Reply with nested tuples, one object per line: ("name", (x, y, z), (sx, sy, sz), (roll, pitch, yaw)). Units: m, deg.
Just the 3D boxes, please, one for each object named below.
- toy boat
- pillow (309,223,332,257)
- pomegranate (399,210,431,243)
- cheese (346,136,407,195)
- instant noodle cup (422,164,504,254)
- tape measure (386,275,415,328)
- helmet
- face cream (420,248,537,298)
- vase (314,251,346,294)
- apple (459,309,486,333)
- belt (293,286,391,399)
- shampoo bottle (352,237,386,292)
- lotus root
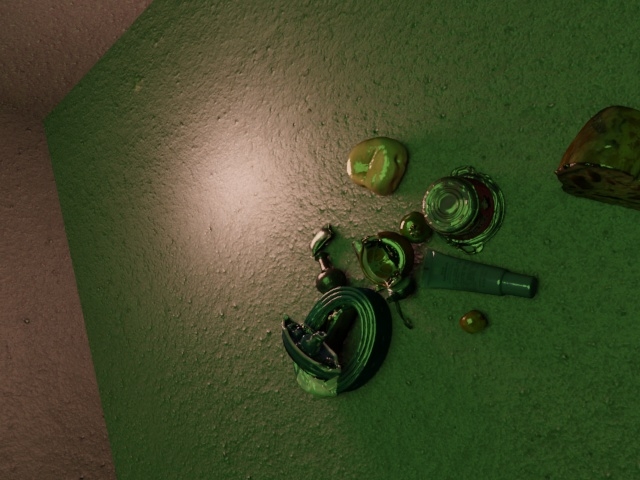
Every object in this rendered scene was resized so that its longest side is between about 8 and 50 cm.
("toy boat", (-0.036, 0.363, 1.870), (0.309, 0.129, 0.143), (41, 120, 31))
("pillow", (-0.002, -0.001, 2.123), (0.136, 0.055, 0.091), (-47, 52, 21))
("pomegranate", (0.328, -0.042, 1.854), (0.114, 0.142, 0.115), (2, 98, 12))
("cheese", (0.208, -0.273, 1.968), (0.235, 0.117, 0.218), (-32, 71, 32))
("instant noodle cup", (0.447, -0.109, 1.748), (0.258, 0.181, 0.303), (-22, 74, 33))
("tape measure", (0.309, 0.214, 1.908), (0.107, 0.104, 0.180), (-27, 101, 14))
("helmet", (0.245, 0.056, 1.874), (0.198, 0.130, 0.224), (63, 149, 8))
("face cream", (0.508, 0.121, 1.753), (0.385, 0.086, 0.136), (9, 89, 40))
("vase", (0.027, 0.126, 2.074), (0.120, 0.120, 0.183), (-42, 48, 25))
("apple", (0.500, 0.268, 1.746), (0.084, 0.084, 0.071), (-40, 74, 26))
("belt", (0.080, 0.376, 1.971), (0.300, 0.173, 0.437), (34, 105, 33))
("shampoo bottle", (0.184, 0.094, 1.992), (0.063, 0.057, 0.208), (-30, 72, 22))
("lotus root", (0.828, -0.229, 1.440), (0.316, 0.316, 0.250), (27, 94, 33))
